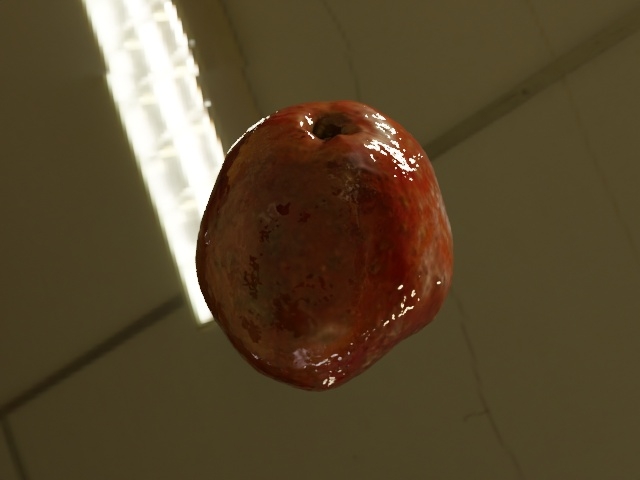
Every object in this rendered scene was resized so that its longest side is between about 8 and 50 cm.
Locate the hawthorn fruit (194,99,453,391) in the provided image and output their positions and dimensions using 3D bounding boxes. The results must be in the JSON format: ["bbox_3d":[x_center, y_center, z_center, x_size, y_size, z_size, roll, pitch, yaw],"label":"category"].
[{"bbox_3d":[0.000,0.000,1.285,0.284,0.284,0.284,15,-69,44],"label":"hawthorn fruit"}]
